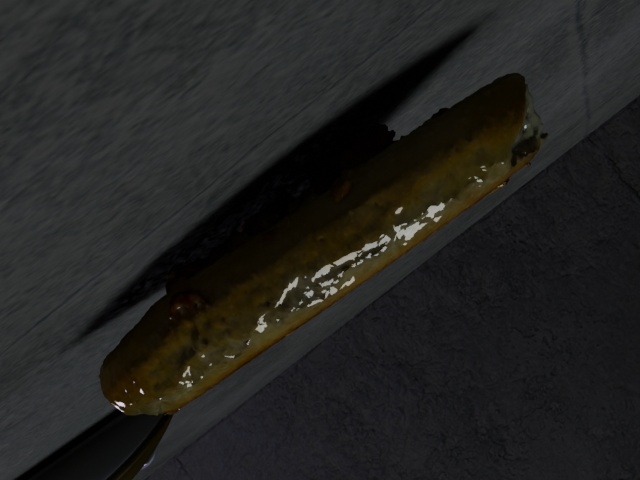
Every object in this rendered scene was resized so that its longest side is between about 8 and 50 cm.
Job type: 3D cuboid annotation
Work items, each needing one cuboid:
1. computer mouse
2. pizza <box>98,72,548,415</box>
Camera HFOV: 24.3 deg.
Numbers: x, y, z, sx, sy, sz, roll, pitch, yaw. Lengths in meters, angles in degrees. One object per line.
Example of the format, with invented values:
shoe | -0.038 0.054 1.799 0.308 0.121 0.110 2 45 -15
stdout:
computer mouse | -0.263 0.259 1.489 0.310 0.072 0.158 -35 175 -28
pizza | 0.000 0.000 0.978 0.335 0.086 0.226 -36 179 7
